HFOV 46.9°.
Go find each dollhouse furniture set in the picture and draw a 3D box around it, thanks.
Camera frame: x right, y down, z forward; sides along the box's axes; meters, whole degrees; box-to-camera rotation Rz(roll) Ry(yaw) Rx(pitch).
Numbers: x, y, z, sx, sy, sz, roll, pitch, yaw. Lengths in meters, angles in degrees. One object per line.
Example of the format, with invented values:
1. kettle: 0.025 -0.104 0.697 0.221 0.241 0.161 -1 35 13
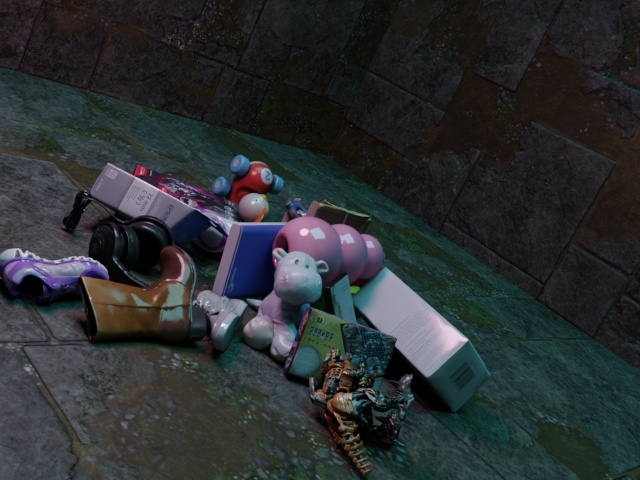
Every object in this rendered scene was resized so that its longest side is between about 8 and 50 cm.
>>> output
1. dollhouse furniture set: 0.000 0.000 2.348 0.197 0.302 0.151 16 21 -25

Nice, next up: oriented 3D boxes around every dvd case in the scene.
1. dvd case: 0.061 0.223 1.907 0.022 0.253 0.180 -8 7 18

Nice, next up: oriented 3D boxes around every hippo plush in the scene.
1. hippo plush: -0.051 0.158 1.889 0.234 0.237 0.294 23 16 -8

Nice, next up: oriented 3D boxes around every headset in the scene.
1. headset: -0.499 0.029 1.872 0.394 0.185 0.243 46 24 13

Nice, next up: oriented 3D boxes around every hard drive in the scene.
1. hard drive: -0.166 0.052 2.091 0.040 0.210 0.318 24 13 28

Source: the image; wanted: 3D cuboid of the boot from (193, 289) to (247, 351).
1. boot: -0.260 0.187 1.774 0.123 0.095 0.258 20 7 1

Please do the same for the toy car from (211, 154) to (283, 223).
1. toy car: -0.238 -0.150 2.689 0.219 0.210 0.238 27 24 -43

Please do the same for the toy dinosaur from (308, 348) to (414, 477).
1. toy dinosaur: 0.081 0.380 1.637 0.218 0.164 0.322 7 57 -12

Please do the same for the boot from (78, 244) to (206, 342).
1. boot: -0.413 0.112 1.658 0.280 0.096 0.264 9 57 -40

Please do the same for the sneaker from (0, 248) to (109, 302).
1. sneaker: -0.571 0.090 1.587 0.236 0.095 0.104 9 29 -34

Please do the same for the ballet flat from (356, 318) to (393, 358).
1. ballet flat: 0.100 0.274 2.052 0.091 0.077 0.241 -1 29 -46

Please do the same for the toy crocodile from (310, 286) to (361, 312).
1. toy crocodile: 0.071 0.184 2.267 0.115 0.105 0.340 31 10 19

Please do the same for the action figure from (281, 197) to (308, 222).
1. action figure: -0.047 0.011 2.624 0.341 0.178 0.330 55 22 -6

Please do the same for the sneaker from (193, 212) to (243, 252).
1. sneaker: -0.264 -0.001 2.266 0.305 0.114 0.152 16 -3 9

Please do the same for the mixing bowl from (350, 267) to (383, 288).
1. mixing bowl: 0.139 0.132 2.520 0.181 0.098 0.181 24 17 -8

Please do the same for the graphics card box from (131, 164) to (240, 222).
1. graphics card box: -0.447 -0.113 2.398 0.371 0.094 0.233 23 16 -16

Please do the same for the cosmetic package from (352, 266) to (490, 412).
1. cosmetic package: 0.272 0.268 2.063 0.385 0.156 0.217 41 -9 48

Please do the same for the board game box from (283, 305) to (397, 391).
1. board game box: 0.050 0.275 1.794 0.243 0.165 0.042 22 -2 -21

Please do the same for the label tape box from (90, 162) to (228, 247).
1. label tape box: -0.443 -0.068 2.083 0.347 0.115 0.249 29 -7 6

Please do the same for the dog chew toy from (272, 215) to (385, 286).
1. dog chew toy: 0.035 0.039 2.082 0.331 0.207 0.206 3 26 -30
